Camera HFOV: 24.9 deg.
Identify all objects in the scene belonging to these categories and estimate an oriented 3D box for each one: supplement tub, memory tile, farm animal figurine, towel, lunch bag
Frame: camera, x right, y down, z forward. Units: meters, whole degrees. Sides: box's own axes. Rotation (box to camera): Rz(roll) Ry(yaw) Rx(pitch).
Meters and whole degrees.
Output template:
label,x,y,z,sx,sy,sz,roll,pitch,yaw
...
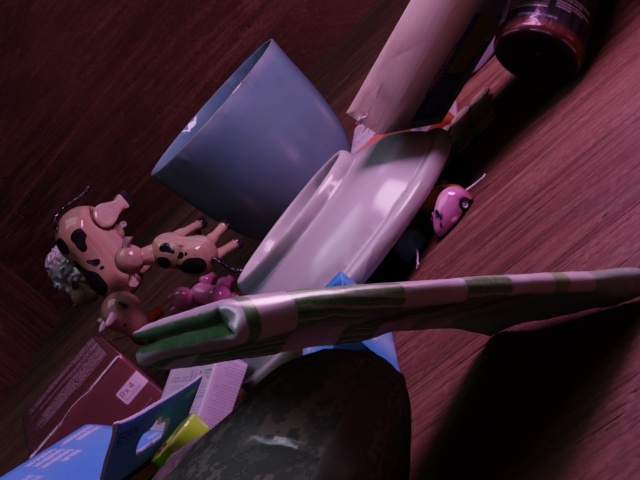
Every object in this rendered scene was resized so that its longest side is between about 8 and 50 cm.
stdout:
label,x,y,z,sx,sy,sz,roll,pitch,yaw
supplement tub,0.271,-0.285,1.671,0.106,0.106,0.198,-32,33,56
memory tile,0.183,-0.142,1.867,0.113,0.012,0.148,-45,12,18
farm animal figurine,-0.303,0.054,2.305,0.172,0.326,0.330,-37,-18,-44
towel,0.046,0.059,1.090,0.248,0.324,0.038,157,108,-65
lunch bag,-0.049,0.232,1.074,0.287,0.169,0.235,-44,10,46

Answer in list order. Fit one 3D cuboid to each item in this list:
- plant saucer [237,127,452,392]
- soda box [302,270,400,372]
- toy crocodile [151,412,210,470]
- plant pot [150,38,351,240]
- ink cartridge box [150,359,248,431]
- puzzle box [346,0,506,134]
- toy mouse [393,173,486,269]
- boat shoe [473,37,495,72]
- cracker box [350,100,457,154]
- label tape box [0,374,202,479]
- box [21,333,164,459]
label,x,y,z,sx,sy,sz,roll,pitch,yaw
plant saucer,0.000,0.000,1.767,0.400,0.100,0.400,-51,6,8
soda box,0.028,0.102,1.470,0.067,0.071,0.210,-47,11,9
toy crocodile,-0.146,0.285,1.418,0.340,0.115,0.105,-54,6,-38
plant pot,-0.090,-0.136,2.325,0.293,0.235,0.293,-46,11,11
ink cartridge box,-0.170,0.250,1.749,0.224,0.045,0.223,-70,16,-14
puzzle box,0.189,-0.313,1.713,0.409,0.052,0.272,-59,-13,16
toy mouse,0.122,-0.022,1.639,0.161,0.031,0.143,-37,16,46
boat shoe,0.262,-0.354,2.074,0.258,0.095,0.084,-44,16,16
cracker box,0.119,-0.171,2.072,0.156,0.067,0.232,-45,11,17
label tape box,-0.267,0.289,1.473,0.348,0.115,0.249,-66,-9,11
box,-0.329,0.262,2.154,0.191,0.143,0.381,-49,9,-7
